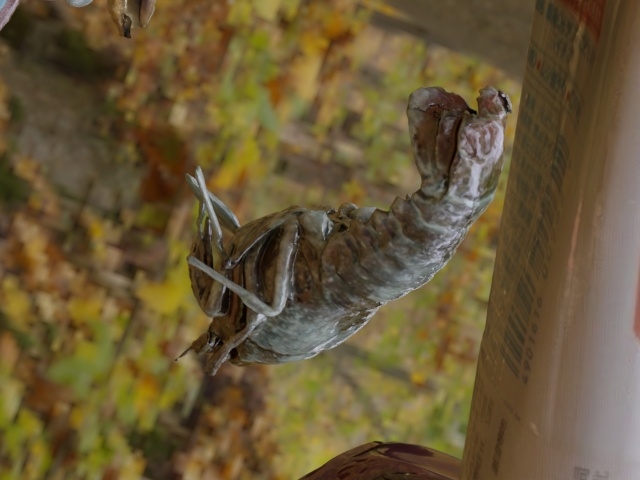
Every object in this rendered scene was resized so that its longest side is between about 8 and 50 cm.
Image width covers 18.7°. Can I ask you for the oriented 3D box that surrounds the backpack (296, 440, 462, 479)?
[{"bbox_3d":[0.087,0.224,0.816,0.197,0.317,0.283,-55,170,15],"label":"backpack"}]

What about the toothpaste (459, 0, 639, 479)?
[{"bbox_3d":[0.056,0.031,0.422,0.089,0.057,0.234,-108,-163,-68],"label":"toothpaste"}]

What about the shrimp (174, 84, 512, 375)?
[{"bbox_3d":[-0.001,0.005,1.483,0.410,0.221,0.166,-18,-102,52],"label":"shrimp"}]

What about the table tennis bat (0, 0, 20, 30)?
[{"bbox_3d":[-0.266,-0.203,1.136,0.138,0.246,0.022,-36,-142,-7],"label":"table tennis bat"}]

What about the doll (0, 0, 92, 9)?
[{"bbox_3d":[-0.120,-0.099,0.683,0.114,0.039,0.057,-31,143,-28],"label":"doll"}]

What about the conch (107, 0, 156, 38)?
[{"bbox_3d":[-0.164,-0.279,1.541,0.330,0.109,0.093,90,-22,-62],"label":"conch"}]
